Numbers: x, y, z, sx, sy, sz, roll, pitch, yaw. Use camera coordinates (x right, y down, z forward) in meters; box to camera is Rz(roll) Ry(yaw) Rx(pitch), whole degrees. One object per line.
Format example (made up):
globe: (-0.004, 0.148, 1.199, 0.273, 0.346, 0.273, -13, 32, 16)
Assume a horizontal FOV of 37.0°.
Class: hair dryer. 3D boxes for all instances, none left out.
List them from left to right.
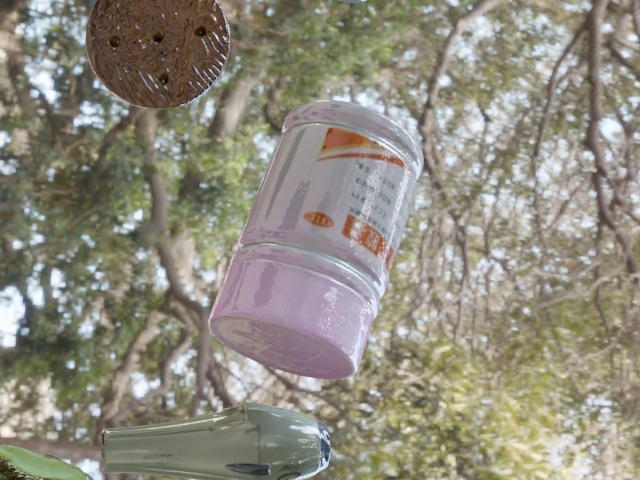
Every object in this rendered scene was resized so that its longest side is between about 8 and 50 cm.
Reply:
hair dryer: (-0.165, 0.334, 1.277, 0.298, 0.296, 0.119, -64, -161, 11)

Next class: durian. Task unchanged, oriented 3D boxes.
durian: (-0.506, 0.415, 1.665, 0.137, 0.220, 0.095, 104, 10, -65)

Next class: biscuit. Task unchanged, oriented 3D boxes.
biscuit: (-0.210, -0.262, 1.234, 0.027, 0.187, 0.188, 129, -35, -83)

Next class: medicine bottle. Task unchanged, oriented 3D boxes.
medicine bottle: (0.000, 0.000, 1.234, 0.202, 0.202, 0.316, -10, -126, 50)

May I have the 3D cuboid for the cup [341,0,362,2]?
cup: (0.031, -0.289, 0.896, 0.074, 0.099, 0.102, 32, -92, 17)
